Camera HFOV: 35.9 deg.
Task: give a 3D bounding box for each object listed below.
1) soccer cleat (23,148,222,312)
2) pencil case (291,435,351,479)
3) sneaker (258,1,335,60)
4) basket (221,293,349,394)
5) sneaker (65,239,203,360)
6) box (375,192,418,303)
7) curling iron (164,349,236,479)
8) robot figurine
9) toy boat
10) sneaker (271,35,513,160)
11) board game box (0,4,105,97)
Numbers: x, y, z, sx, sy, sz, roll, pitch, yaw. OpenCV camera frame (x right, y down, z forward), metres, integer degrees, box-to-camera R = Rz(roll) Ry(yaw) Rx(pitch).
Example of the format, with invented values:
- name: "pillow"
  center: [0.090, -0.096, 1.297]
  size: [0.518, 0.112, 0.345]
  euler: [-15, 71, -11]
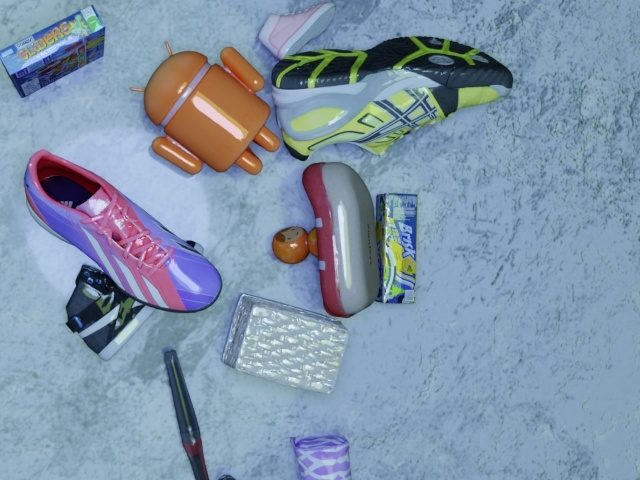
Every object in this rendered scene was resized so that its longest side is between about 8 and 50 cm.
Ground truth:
- name: "soccer cleat"
  center: [-0.275, -0.011, 1.349]
  size: [0.318, 0.116, 0.109]
  euler: [33, 65, 9]
- name: "pencil case"
  center: [0.007, 0.397, 1.486]
  size: [0.088, 0.086, 0.206]
  euler: [-3, 89, 10]
- name: "sneaker"
  center: [-0.039, -0.329, 1.485]
  size: [0.070, 0.051, 0.134]
  euler: [36, 63, 15]
- name: "basket"
  center: [-0.049, 0.155, 1.458]
  size: [0.167, 0.103, 0.113]
  euler: [16, 87, -14]
- name: "sneaker"
  center: [-0.278, 0.056, 1.416]
  size: [0.121, 0.079, 0.217]
  euler: [43, 81, -9]
- name: "box"
  center: [0.116, 0.012, 1.518]
  size: [0.054, 0.059, 0.169]
  euler: [2, 90, -12]
- name: "curling iron"
  center: [-0.178, 0.290, 1.463]
  size: [0.068, 0.035, 0.274]
  euler: [-23, 96, -16]
- name: "robot figurine"
  center: [-0.160, -0.186, 1.420]
  size: [0.219, 0.158, 0.128]
  euler: [37, 42, -11]
- name: "toy boat"
  center: [0.000, 0.000, 1.467]
  size: [0.151, 0.151, 0.231]
  euler: [-4, 91, 16]
- name: "sneaker"
  center: [0.108, -0.215, 1.498]
  size: [0.384, 0.145, 0.147]
  euler: [-7, 122, -15]
- name: "board game box"
  center: [-0.359, -0.251, 1.334]
  size: [0.136, 0.201, 0.035]
  euler: [-31, 96, -12]
